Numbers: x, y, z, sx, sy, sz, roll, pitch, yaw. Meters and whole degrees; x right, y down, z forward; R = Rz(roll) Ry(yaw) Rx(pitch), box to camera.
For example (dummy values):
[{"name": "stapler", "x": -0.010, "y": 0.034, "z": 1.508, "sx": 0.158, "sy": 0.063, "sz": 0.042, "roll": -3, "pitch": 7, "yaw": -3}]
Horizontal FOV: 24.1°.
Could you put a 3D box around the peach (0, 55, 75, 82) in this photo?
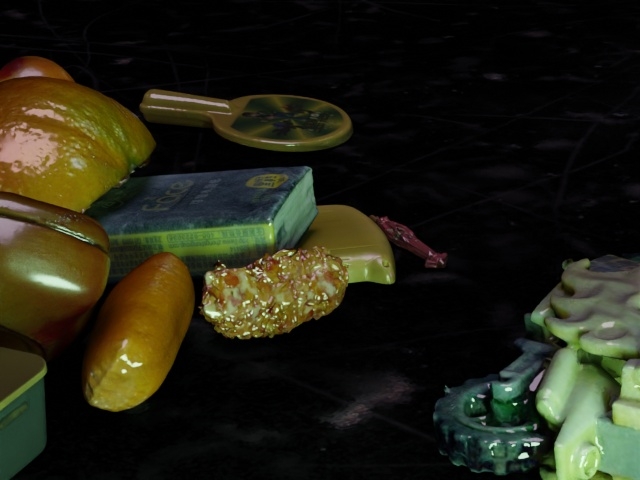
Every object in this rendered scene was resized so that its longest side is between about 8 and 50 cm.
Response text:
[{"name": "peach", "x": -0.410, "y": -0.198, "z": 2.139, "sx": 0.138, "sy": 0.138, "sz": 0.138, "roll": 0, "pitch": 22, "yaw": 0}]

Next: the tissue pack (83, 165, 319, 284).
[{"name": "tissue pack", "x": -0.148, "y": -0.016, "z": 1.704, "sx": 0.257, "sy": 0.081, "sz": 0.185, "roll": -4, "pitch": 20, "yaw": 16}]

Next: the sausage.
[{"name": "sausage", "x": -0.178, "y": 0.088, "z": 1.481, "sx": 0.098, "sy": 0.098, "sz": 0.238, "roll": 2, "pitch": 25, "yaw": 5}]

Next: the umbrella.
[{"name": "umbrella", "x": 0.102, "y": -0.002, "z": 1.786, "sx": 0.027, "sy": 0.025, "sz": 0.165, "roll": 12, "pitch": 15, "yaw": -35}]

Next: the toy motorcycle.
[{"name": "toy motorcycle", "x": 0.288, "y": 0.111, "z": 1.334, "sx": 0.237, "sy": 0.169, "sz": 0.410, "roll": 11, "pitch": 30, "yaw": 40}]

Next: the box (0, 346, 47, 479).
[{"name": "box", "x": -0.351, "y": 0.155, "z": 1.322, "sx": 0.201, "sy": 0.090, "sz": 0.144, "roll": 9, "pitch": 24, "yaw": 21}]

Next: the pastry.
[{"name": "pastry", "x": -0.053, "y": 0.058, "z": 1.570, "sx": 0.169, "sy": 0.087, "sz": 0.063, "roll": -10, "pitch": -9, "yaw": -23}]

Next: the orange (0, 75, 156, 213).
[{"name": "orange", "x": -0.329, "y": -0.068, "z": 1.747, "sx": 0.274, "sy": 0.274, "sz": 0.310, "roll": 16, "pitch": 5, "yaw": 35}]

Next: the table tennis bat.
[{"name": "table tennis bat", "x": -0.110, "y": -0.178, "z": 2.198, "sx": 0.320, "sy": 0.050, "sz": 0.198, "roll": 9, "pitch": 26, "yaw": 12}]

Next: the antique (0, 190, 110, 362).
[{"name": "antique", "x": -0.319, "y": 0.044, "z": 1.448, "sx": 0.278, "sy": 0.129, "sz": 0.223, "roll": -13, "pitch": -31, "yaw": 40}]

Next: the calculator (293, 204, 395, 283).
[{"name": "calculator", "x": 0.000, "y": 0.000, "z": 1.770, "sx": 0.157, "sy": 0.033, "sz": 0.236, "roll": -7, "pitch": 22, "yaw": -12}]
